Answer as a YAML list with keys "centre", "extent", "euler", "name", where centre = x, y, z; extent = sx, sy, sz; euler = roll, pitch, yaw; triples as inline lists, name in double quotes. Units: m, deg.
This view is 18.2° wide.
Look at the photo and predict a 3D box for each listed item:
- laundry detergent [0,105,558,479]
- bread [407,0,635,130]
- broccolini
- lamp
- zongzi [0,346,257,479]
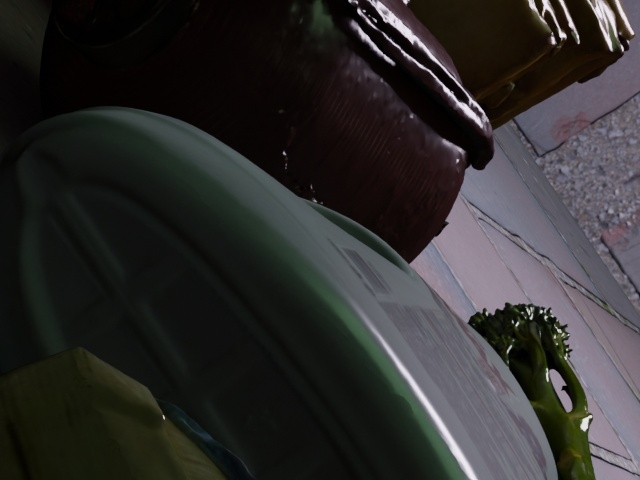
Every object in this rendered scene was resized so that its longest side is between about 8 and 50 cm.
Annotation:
- centre: [0.011, 0.072, 0.818]
  extent: [0.264, 0.125, 0.398]
  euler: [54, 9, 9]
  name: "laundry detergent"
- centre: [0.001, -0.160, 1.112]
  extent: [0.324, 0.277, 0.167]
  euler: [54, 15, -21]
  name: "bread"
- centre: [0.163, 0.172, 1.369]
  extent: [0.392, 0.079, 0.074]
  euler: [-96, 160, -55]
  name: "broccolini"
- centre: [-0.026, -0.068, 0.938]
  extent: [0.258, 0.180, 0.180]
  euler: [41, 16, -51]
  name: "lamp"
- centre: [-0.011, 0.168, 0.501]
  extent: [0.228, 0.115, 0.256]
  euler: [55, -4, 48]
  name: "zongzi"
